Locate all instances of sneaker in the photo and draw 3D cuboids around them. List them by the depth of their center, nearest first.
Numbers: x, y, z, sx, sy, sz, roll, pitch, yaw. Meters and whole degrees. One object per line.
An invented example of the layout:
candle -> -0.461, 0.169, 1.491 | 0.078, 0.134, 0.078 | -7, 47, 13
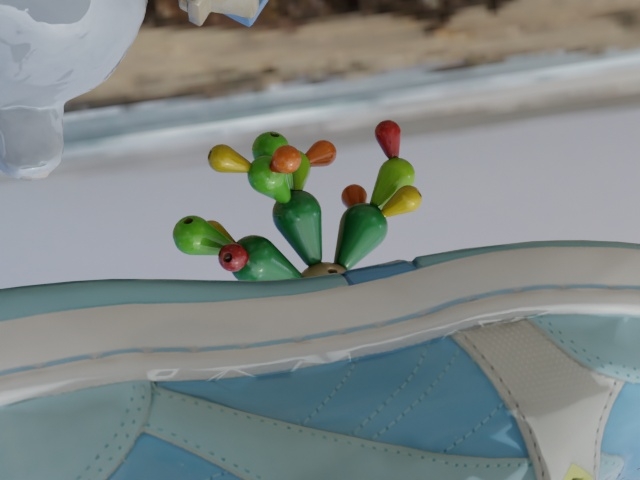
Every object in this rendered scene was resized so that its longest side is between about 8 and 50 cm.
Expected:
sneaker -> 0.023, 0.117, 0.592 | 0.319, 0.208, 0.127 | -5, 153, -16

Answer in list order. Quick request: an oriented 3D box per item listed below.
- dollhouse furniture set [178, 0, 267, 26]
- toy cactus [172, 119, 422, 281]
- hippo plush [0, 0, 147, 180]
dollhouse furniture set -> -0.063, -0.318, 1.100 | 0.198, 0.303, 0.286 | 29, 167, 7
toy cactus -> 0.000, 0.000, 1.433 | 0.219, 0.181, 0.112 | -18, 180, -44
hippo plush -> -0.160, -0.165, 0.738 | 0.294, 0.234, 0.236 | 12, 170, 41
